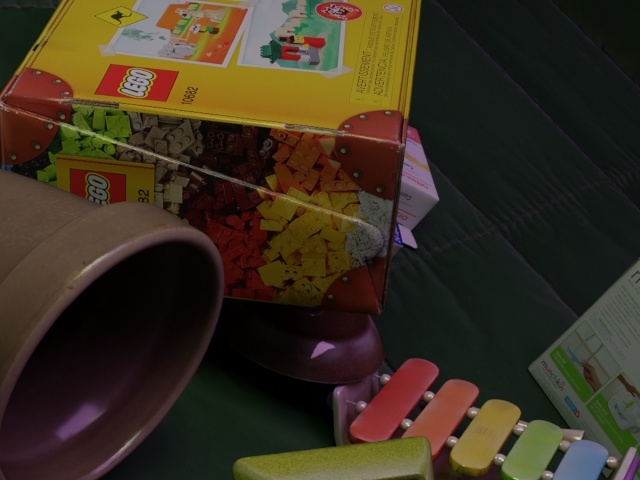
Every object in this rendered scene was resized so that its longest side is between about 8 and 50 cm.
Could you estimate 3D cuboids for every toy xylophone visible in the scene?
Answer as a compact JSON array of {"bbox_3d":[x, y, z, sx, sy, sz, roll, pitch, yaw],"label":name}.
[{"bbox_3d":[0.169,0.207,1.489,0.323,0.081,0.236,15,23,10],"label":"toy xylophone"}]

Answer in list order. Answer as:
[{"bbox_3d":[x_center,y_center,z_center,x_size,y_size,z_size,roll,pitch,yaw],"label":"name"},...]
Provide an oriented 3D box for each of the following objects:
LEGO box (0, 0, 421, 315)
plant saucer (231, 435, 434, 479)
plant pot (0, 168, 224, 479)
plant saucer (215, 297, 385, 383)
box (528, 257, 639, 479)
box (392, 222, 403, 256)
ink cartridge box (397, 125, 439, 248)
[{"bbox_3d":[-0.090,-0.156,1.504,0.372,0.193,0.500,7,32,3],"label":"LEGO box"},{"bbox_3d":[0.028,0.269,1.205,0.188,0.045,0.188,-4,84,-22],"label":"plant saucer"},{"bbox_3d":[-0.247,0.047,1.175,0.229,0.263,0.263,34,25,25],"label":"plant pot"},{"bbox_3d":[-0.021,0.081,1.511,0.199,0.036,0.198,15,26,-7],"label":"plant saucer"},{"bbox_3d":[0.429,0.185,1.758,0.127,0.231,0.262,0,48,-49],"label":"box"},{"bbox_3d":[0.000,0.000,1.616,0.137,0.126,0.072,24,34,-27],"label":"box"},{"bbox_3d":[0.087,-0.090,1.902,0.115,0.067,0.198,23,34,-29],"label":"ink cartridge box"}]
